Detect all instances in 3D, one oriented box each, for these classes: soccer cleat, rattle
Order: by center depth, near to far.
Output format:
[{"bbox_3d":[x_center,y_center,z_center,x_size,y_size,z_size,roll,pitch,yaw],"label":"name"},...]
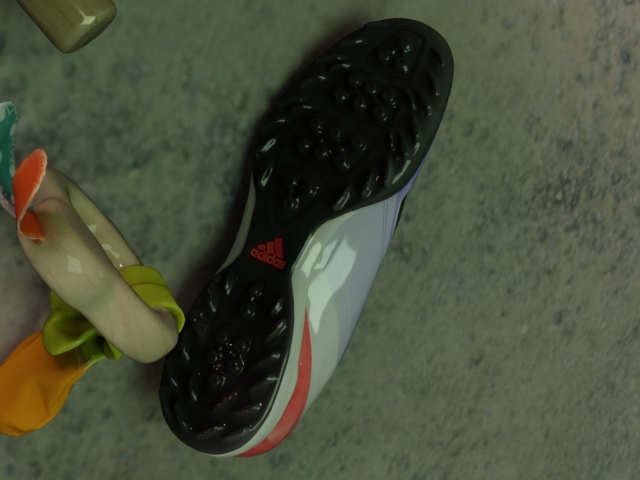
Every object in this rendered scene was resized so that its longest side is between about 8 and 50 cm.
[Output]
[{"bbox_3d":[-0.164,0.025,0.553,0.143,0.130,0.199,-21,168,4],"label":"rattle"},{"bbox_3d":[0.000,0.000,0.727,0.318,0.109,0.116,-64,157,-3],"label":"soccer cleat"}]

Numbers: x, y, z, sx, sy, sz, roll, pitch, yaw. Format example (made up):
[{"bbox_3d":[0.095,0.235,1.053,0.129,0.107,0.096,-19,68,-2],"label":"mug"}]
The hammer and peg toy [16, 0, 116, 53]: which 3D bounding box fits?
[{"bbox_3d":[-0.100,-0.184,0.450,0.361,0.266,0.127,-42,96,-19],"label":"hammer and peg toy"}]
